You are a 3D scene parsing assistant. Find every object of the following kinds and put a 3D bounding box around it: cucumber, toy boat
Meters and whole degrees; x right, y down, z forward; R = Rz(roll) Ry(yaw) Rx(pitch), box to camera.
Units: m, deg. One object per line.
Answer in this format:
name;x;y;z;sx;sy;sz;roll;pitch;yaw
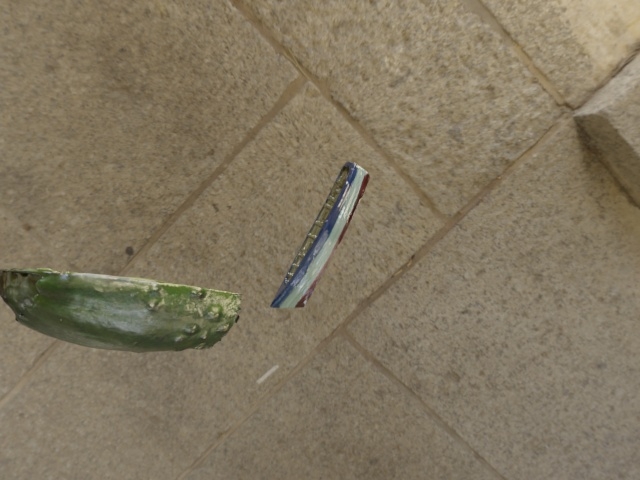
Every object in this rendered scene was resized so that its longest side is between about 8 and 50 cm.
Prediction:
cucumber;-0.265;0.108;0.594;0.145;0.325;0.105;-6;72;33
toy boat;0.000;0.000;0.573;0.046;0.080;0.228;25;94;-15
